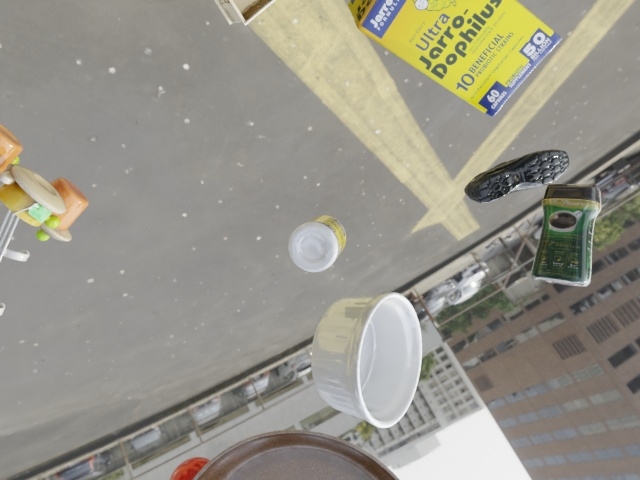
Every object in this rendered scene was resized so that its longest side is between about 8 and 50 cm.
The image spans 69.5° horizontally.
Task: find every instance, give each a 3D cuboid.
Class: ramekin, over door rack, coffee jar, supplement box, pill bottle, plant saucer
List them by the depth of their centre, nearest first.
[{"bbox_3d":[-0.023,0.369,0.523,0.310,0.311,0.050,-30,171,3],"label":"plant saucer"},{"bbox_3d":[-0.696,-0.029,0.838,0.324,0.240,0.108,22,174,-15],"label":"over door rack"},{"bbox_3d":[0.452,-0.013,0.846,0.096,0.185,0.079,8,176,42],"label":"coffee jar"},{"bbox_3d":[0.261,-0.447,0.938,0.356,0.195,0.194,23,124,-21],"label":"supplement box"},{"bbox_3d":[0.000,0.000,0.993,0.103,0.103,0.184,-35,-178,14],"label":"pill bottle"},{"bbox_3d":[0.102,0.250,1.010,0.135,0.277,0.277,-1,-179,38],"label":"ramekin"}]

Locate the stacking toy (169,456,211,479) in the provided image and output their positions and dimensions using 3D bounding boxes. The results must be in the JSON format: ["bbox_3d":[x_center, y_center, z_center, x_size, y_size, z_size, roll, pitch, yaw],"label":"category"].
[{"bbox_3d":[-0.104,0.431,0.718,0.330,0.141,0.141,7,179,31],"label":"stacking toy"}]

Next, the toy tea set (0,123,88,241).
[{"bbox_3d":[-0.468,-0.088,0.619,0.124,0.200,0.336,-42,134,-6],"label":"toy tea set"}]

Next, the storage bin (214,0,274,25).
[{"bbox_3d":[-0.226,-0.837,1.377,0.262,0.123,0.260,-44,126,-11],"label":"storage bin"}]

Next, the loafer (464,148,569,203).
[{"bbox_3d":[0.409,-0.139,0.966,0.223,0.076,0.078,-21,-163,-5],"label":"loafer"}]
